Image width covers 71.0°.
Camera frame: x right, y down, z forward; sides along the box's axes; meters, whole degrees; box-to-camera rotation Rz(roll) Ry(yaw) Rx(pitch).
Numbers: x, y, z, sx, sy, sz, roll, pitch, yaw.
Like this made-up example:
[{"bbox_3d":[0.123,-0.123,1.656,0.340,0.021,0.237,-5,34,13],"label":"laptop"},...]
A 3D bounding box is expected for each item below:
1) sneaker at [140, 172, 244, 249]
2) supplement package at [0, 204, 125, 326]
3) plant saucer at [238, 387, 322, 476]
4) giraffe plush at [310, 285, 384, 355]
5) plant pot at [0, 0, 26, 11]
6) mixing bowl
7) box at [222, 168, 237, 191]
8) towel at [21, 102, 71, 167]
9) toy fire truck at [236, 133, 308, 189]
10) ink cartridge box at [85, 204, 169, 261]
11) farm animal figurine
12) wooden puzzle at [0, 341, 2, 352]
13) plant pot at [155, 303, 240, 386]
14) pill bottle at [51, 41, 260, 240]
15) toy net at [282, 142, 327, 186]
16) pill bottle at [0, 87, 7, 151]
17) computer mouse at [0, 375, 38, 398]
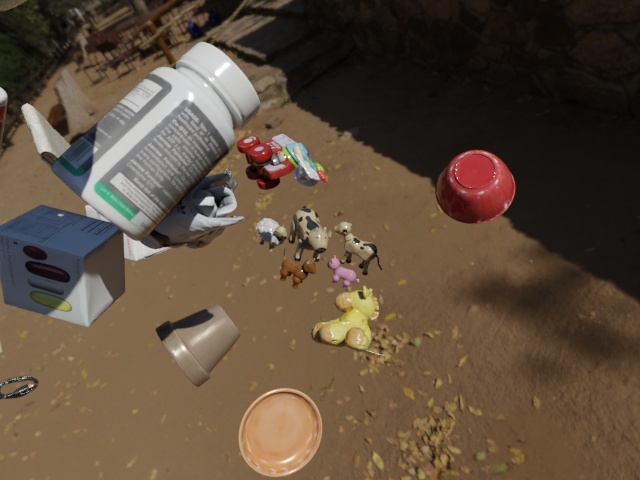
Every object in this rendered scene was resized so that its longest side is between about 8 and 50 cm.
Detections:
[{"bbox_3d":[-0.277,-0.067,1.121,0.210,0.137,0.366,-19,-1,16],"label":"sneaker"},{"bbox_3d":[-0.572,0.054,1.003,0.203,0.194,0.149,14,29,4],"label":"supplement package"},{"bbox_3d":[-0.095,0.447,1.058,0.200,0.200,0.037,-41,8,-17],"label":"plant saucer"},{"bbox_3d":[0.090,0.210,1.231,0.181,0.211,0.170,152,132,-66],"label":"giraffe plush"},{"bbox_3d":[-0.405,-0.370,0.448,0.293,0.293,0.235,-34,13,-7],"label":"plant pot"},{"bbox_3d":[0.354,-0.139,1.032,0.182,0.098,0.181,-6,69,16],"label":"mixing bowl"},{"bbox_3d":[-0.383,-0.249,1.877,0.018,0.083,0.067,-6,39,23],"label":"box"},{"bbox_3d":[-0.854,-0.291,1.445,0.049,0.282,0.187,-27,77,-12],"label":"towel"},{"bbox_3d":[-0.193,-0.359,1.903,0.254,0.169,0.302,-28,39,-18],"label":"toy fire truck"},{"bbox_3d":[-0.678,-0.047,1.600,0.233,0.171,0.168,12,23,27],"label":"ink cartridge box"},{"bbox_3d":[0.000,0.000,1.455,0.331,0.172,0.326,-11,44,-33],"label":"farm animal figurine"},{"bbox_3d":[-0.862,0.266,1.147,0.079,0.116,0.014,-22,-3,-34],"label":"wooden puzzle"},{"bbox_3d":[-0.424,0.352,1.620,0.229,0.263,0.263,-37,36,-18],"label":"plant pot"},{"bbox_3d":[-0.297,-0.192,0.860,0.361,0.204,0.204,-49,39,-12],"label":"pill bottle"},{"bbox_3d":[-0.033,-0.158,1.017,0.045,0.122,0.232,-36,21,12],"label":"toy net"},{"bbox_3d":[-1.026,-0.298,1.295,0.318,0.177,0.176,-63,28,24],"label":"pill bottle"},{"bbox_3d":[-0.777,0.390,1.025,0.242,0.071,0.041,-33,15,-32],"label":"computer mouse"}]
